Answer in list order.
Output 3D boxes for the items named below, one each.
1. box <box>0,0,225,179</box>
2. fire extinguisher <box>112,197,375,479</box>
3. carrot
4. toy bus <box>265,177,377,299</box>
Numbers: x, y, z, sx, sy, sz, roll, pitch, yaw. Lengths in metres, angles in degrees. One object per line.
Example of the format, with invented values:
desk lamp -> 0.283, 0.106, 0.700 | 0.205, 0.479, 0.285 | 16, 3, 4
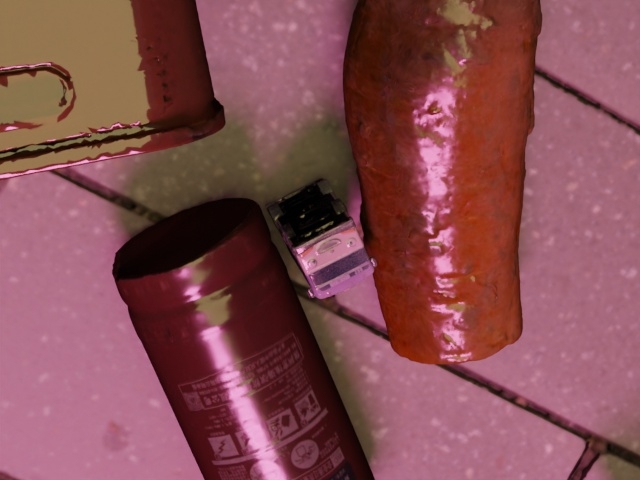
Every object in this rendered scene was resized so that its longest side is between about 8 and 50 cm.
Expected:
box -> -0.202, -0.173, 1.071 | 0.239, 0.339, 0.229 | -9, 105, -8
fire extinguisher -> -0.041, 0.146, 1.309 | 0.135, 0.114, 0.337 | -24, 108, -1
carrot -> 0.083, -0.064, 1.263 | 0.139, 0.138, 0.301 | -7, 109, -9
toy bus -> 0.000, 0.000, 1.282 | 0.052, 0.102, 0.058 | -27, 112, -3
